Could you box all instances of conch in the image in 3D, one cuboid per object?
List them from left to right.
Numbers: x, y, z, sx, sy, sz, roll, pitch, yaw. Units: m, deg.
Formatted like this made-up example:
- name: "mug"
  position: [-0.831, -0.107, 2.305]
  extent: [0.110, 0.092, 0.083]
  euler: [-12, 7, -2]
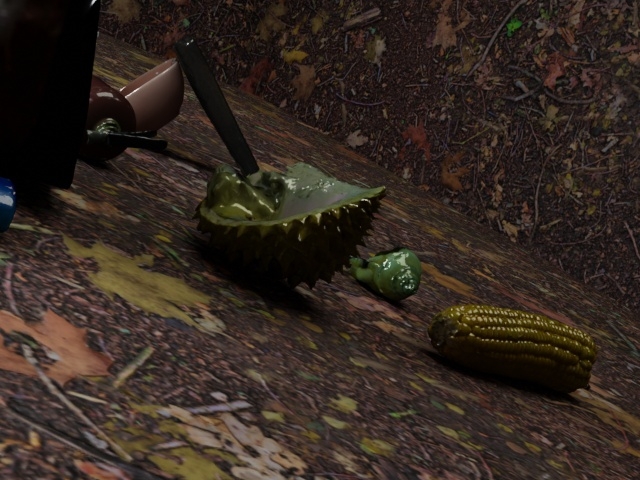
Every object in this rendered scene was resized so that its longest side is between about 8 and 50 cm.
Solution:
- name: "conch"
  position: [0.101, 0.047, 1.571]
  extent: [0.095, 0.079, 0.201]
  euler: [4, 3, -32]

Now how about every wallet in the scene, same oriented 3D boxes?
- name: "wallet"
  position: [-0.185, -0.229, 1.897]
  extent: [0.321, 0.044, 0.170]
  euler: [64, -5, -17]

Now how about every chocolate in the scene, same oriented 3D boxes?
- name: "chocolate"
  position: [-0.436, -0.262, 1.173]
  extent: [0.331, 0.383, 0.383]
  euler: [5, 17, -22]

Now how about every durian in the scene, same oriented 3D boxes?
- name: "durian"
  position: [-0.061, -0.034, 1.317]
  extent: [0.172, 0.166, 0.306]
  euler: [23, 0, -30]

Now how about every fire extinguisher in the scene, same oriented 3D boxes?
- name: "fire extinguisher"
  position: [-0.361, -0.203, 1.574]
  extent: [0.135, 0.114, 0.337]
  euler: [-6, 27, -32]

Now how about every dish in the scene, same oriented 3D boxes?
- name: "dish"
  position: [-0.326, -0.248, 1.891]
  extent: [0.090, 0.213, 0.213]
  euler: [57, 0, -18]

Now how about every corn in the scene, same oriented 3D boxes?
- name: "corn"
  position: [0.273, 0.145, 1.409]
  extent: [0.313, 0.102, 0.102]
  euler: [17, 13, -41]

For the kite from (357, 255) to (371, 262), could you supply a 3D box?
- name: "kite"
  position: [0.000, 0.000, 1.755]
  extent: [0.314, 0.011, 0.335]
  euler: [28, 11, 8]

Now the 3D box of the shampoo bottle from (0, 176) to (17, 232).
- name: "shampoo bottle"
  position: [-0.383, -0.061, 0.967]
  extent: [0.183, 0.050, 0.087]
  euler: [21, 14, -27]

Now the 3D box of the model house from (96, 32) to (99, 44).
- name: "model house"
  position: [-0.541, -0.376, 1.811]
  extent: [0.224, 0.198, 0.215]
  euler: [32, -1, 38]
